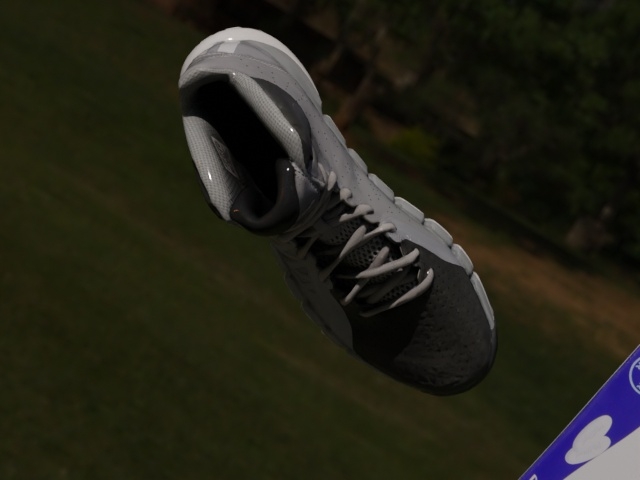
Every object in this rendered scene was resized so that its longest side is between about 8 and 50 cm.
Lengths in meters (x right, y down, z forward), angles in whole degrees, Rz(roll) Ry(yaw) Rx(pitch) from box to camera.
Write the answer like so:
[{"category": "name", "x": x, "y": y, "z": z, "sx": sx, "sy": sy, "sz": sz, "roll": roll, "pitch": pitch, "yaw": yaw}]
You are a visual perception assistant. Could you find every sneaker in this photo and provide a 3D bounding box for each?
[{"category": "sneaker", "x": 0.000, "y": 0.000, "z": 0.909, "sx": 0.229, "sy": 0.086, "sz": 0.132, "roll": 49, "pitch": 13, "yaw": -4}]

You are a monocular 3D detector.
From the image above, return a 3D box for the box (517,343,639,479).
[{"category": "box", "x": 0.172, "y": 0.137, "z": 0.887, "sx": 0.137, "sy": 0.126, "sz": 0.072, "roll": 43, "pitch": 6, "yaw": 17}]
